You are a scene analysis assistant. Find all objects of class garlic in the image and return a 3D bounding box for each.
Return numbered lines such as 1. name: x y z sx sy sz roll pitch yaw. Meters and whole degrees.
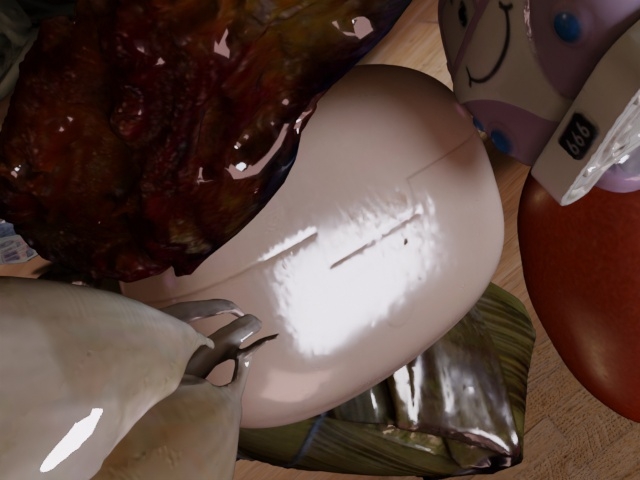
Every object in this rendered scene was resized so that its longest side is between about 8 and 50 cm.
1. garlic: -0.157 0.088 0.439 0.292 0.210 0.237 -2 129 -40

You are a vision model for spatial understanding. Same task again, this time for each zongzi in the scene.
1. zongzi: -0.063 0.063 0.799 0.300 0.138 0.286 13 165 -29

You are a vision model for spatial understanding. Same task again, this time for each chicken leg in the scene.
1. chicken leg: -0.002 -0.101 0.374 0.322 0.083 0.177 -54 -176 47

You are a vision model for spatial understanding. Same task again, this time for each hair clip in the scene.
1. hair clip: -0.082 -0.062 0.438 0.030 0.039 0.115 -41 169 25

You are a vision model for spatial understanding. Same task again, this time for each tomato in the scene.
1. tomato: 0.323 -0.008 1.003 0.341 0.341 0.273 -37 177 -6

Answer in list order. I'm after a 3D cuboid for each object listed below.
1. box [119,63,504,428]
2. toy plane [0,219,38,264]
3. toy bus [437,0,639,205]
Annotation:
1. box: 0.000 0.000 0.632 0.200 0.146 0.088 -31 -163 -31
2. toy plane: -0.126 -0.009 0.514 0.049 0.031 0.120 -26 167 -12
3. toy bus: 0.153 -0.124 0.612 0.202 0.142 0.142 -33 165 -25
